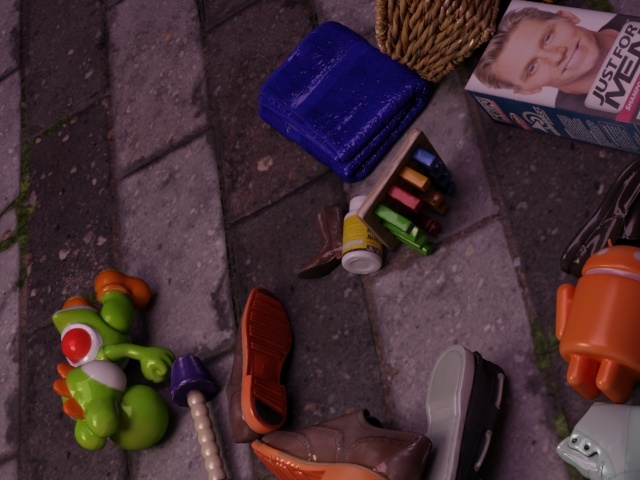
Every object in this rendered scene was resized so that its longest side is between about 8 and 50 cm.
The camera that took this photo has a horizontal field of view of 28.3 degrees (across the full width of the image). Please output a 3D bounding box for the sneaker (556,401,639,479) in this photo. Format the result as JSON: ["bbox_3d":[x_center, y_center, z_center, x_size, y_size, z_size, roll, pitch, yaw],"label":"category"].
[{"bbox_3d":[0.356,0.319,1.579,0.151,0.094,0.256,9,60,35],"label":"sneaker"}]

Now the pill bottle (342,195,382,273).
[{"bbox_3d":[0.068,-0.011,2.030,0.065,0.065,0.116,-16,55,30],"label":"pill bottle"}]

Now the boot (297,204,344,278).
[{"bbox_3d":[0.000,0.000,2.096,0.106,0.037,0.114,-23,54,9],"label":"boot"}]

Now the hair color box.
[{"bbox_3d":[0.403,-0.243,1.885,0.347,0.105,0.174,19,76,44],"label":"hair color box"}]

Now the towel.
[{"bbox_3d":[0.030,-0.252,2.202,0.227,0.076,0.308,-51,45,2],"label":"towel"}]

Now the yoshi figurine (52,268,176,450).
[{"bbox_3d":[-0.345,0.229,2.167,0.203,0.203,0.362,-5,38,-5],"label":"yoshi figurine"}]

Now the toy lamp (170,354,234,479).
[{"bbox_3d":[-0.187,0.301,2.028,0.080,0.080,0.274,-35,46,16],"label":"toy lamp"}]

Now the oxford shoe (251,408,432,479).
[{"bbox_3d":[0.031,0.310,1.809,0.132,0.130,0.364,-51,27,-22],"label":"oxford shoe"}]

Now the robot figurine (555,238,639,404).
[{"bbox_3d":[0.388,0.100,1.668,0.158,0.128,0.219,141,151,-71],"label":"robot figurine"}]

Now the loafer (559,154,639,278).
[{"bbox_3d":[0.426,-0.029,1.766,0.078,0.080,0.220,39,101,22],"label":"loafer"}]

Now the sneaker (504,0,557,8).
[{"bbox_3d":[0.381,-0.420,2.055,0.175,0.064,0.067,-34,67,24],"label":"sneaker"}]

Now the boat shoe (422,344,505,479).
[{"bbox_3d":[0.188,0.295,1.727,0.114,0.091,0.302,-16,54,61],"label":"boat shoe"}]

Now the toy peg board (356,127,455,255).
[{"bbox_3d":[0.152,-0.061,1.944,0.079,0.161,0.160,32,85,27],"label":"toy peg board"}]

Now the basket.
[{"bbox_3d":[0.162,-0.438,2.068,0.213,0.223,0.299,-36,32,52],"label":"basket"}]

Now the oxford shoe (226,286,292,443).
[{"bbox_3d":[-0.112,0.195,2.027,0.098,0.097,0.271,-37,36,38],"label":"oxford shoe"}]
